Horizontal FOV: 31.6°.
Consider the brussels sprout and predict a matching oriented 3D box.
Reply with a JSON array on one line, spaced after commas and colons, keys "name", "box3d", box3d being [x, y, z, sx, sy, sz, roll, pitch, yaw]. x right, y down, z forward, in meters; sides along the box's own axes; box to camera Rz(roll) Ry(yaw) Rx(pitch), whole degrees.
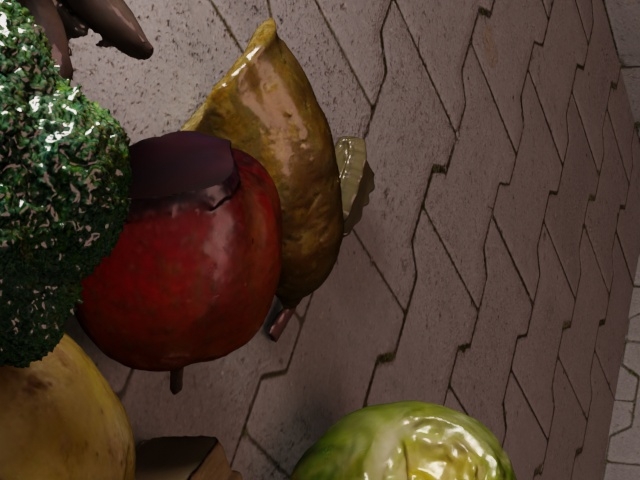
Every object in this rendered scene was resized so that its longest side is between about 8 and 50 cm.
[{"name": "brussels sprout", "box3d": [0.089, 0.355, 1.400, 0.268, 0.344, 0.344, 36, 50, -12]}]

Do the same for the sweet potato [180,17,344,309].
[{"name": "sweet potato", "box3d": [-0.048, -0.061, 1.266, 0.157, 0.158, 0.369, -60, 140, -42]}]

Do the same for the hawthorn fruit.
[{"name": "hawthorn fruit", "box3d": [-0.133, 0.024, 1.054, 0.215, 0.215, 0.249, -20, 107, -61]}]

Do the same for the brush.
[{"name": "brush", "box3d": [0.000, 0.000, 1.457, 0.301, 0.071, 0.084, -65, 148, -28]}]

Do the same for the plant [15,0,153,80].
[{"name": "plant", "box3d": [-0.262, -0.238, 0.837, 0.181, 0.194, 0.320, -59, 138, -24]}]

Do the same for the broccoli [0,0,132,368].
[{"name": "broccoli", "box3d": [-0.280, -0.031, 0.754, 0.297, 0.298, 0.297, 134, -38, -81]}]

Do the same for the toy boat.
[{"name": "toy boat", "box3d": [-0.166, 0.260, 1.094, 0.188, 0.116, 0.061, -47, 127, -55]}]

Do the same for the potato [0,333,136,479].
[{"name": "potato", "box3d": [-0.239, 0.172, 0.854, 0.285, 0.243, 0.242, 74, 32, -42]}]
